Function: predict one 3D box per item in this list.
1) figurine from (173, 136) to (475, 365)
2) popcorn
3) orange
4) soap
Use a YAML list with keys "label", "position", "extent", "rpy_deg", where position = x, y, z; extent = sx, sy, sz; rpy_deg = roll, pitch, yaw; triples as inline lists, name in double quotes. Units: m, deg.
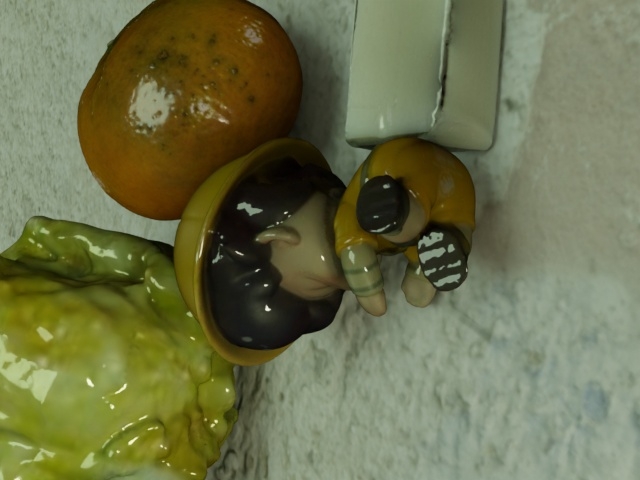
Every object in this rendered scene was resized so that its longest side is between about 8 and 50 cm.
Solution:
- label: "figurine"
  position: [-0.001, -0.005, 0.759]
  extent: [0.256, 0.192, 0.167]
  rpy_deg: [-21, 67, 32]
- label: "popcorn"
  position: [-0.233, 0.125, 0.964]
  extent: [0.312, 0.312, 0.312]
  rpy_deg: [-7, 81, 51]
- label: "orange"
  position: [-0.126, -0.132, 0.897]
  extent: [0.240, 0.171, 0.240]
  rpy_deg: [-38, 27, 23]
- label: "soap"
  position: [0.081, -0.163, 0.759]
  extent: [0.121, 0.063, 0.183]
  rpy_deg: [4, 90, 52]
